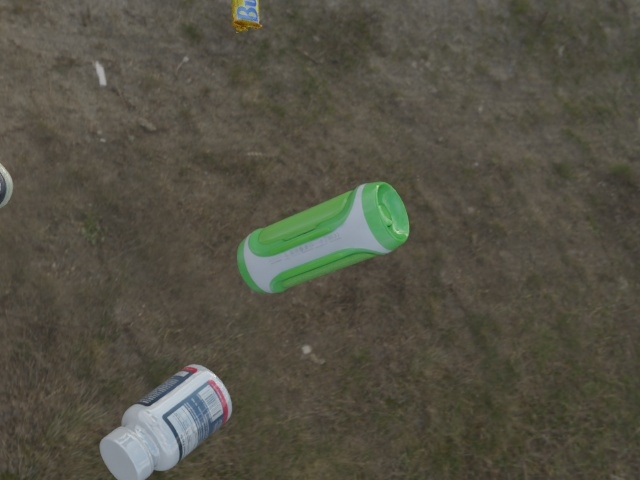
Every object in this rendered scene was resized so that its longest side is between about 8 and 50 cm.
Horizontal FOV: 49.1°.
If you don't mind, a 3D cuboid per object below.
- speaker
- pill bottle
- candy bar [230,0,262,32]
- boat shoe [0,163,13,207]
[{"bbox_3d":[0.000,0.000,1.217,0.131,0.296,0.131,36,43,-43],"label":"speaker"},{"bbox_3d":[-0.227,0.272,1.028,0.108,0.108,0.180,54,44,2],"label":"pill bottle"},{"bbox_3d":[-0.087,-0.323,0.806,0.040,0.018,0.161,-4,108,-13],"label":"candy bar"},{"bbox_3d":[-0.598,-0.123,1.024,0.285,0.092,0.103,30,104,-5],"label":"boat shoe"}]
